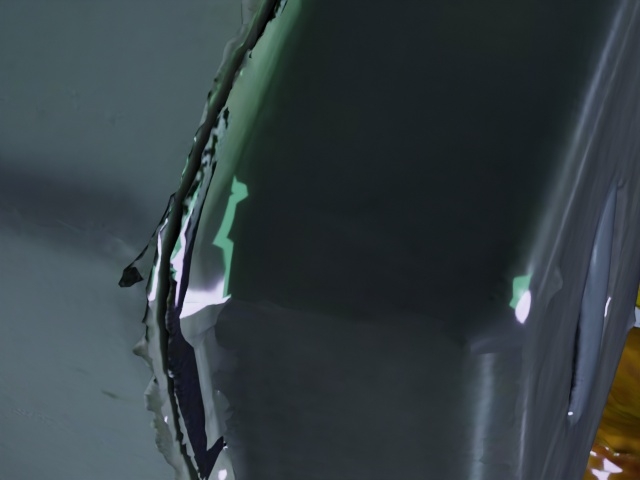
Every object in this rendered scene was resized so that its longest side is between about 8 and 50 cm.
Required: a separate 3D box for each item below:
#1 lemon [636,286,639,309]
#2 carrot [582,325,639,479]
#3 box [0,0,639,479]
[{"bbox_3d":[0.360,-0.104,1.528,0.387,0.350,0.349,-56,158,-36],"label":"lemon"},{"bbox_3d":[0.135,0.193,1.140,0.241,0.242,0.340,-48,148,-63],"label":"carrot"},{"bbox_3d":[0.000,0.000,0.514,0.290,0.166,0.220,83,26,-55],"label":"box"}]
